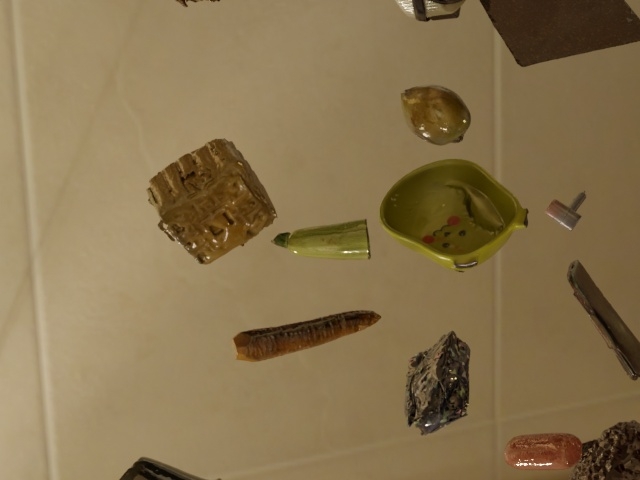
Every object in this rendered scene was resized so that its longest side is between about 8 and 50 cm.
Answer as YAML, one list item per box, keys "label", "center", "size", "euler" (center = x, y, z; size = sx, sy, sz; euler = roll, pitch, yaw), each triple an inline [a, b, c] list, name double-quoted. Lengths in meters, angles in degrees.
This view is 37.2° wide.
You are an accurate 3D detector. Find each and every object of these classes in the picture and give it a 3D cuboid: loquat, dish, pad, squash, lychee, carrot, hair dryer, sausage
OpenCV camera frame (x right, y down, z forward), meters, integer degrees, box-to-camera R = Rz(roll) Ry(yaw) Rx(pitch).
- label: "loquat"
  center: [0.284, -0.318, 2.379]
  size: [0.195, 0.152, 0.152]
  euler: [41, -165, 3]
- label: "dish"
  center: [0.246, -0.026, 1.747]
  size: [0.221, 0.108, 0.262]
  euler: [-37, -132, -17]
- label: "pad"
  center: [0.380, -0.397, 1.578]
  size: [0.219, 0.004, 0.330]
  euler: [-12, -137, -1]
- label: "squash"
  center: [0.000, 0.000, 2.109]
  size: [0.224, 0.094, 0.094]
  euler: [-2, -170, 5]
- label: "lychee"
  center: [0.774, 0.603, 2.370]
  size: [0.330, 0.306, 0.306]
  euler: [35, -159, 14]
- label: "carrot"
  center: [-0.024, 0.187, 1.917]
  size: [0.314, 0.066, 0.066]
  euler: [-11, -168, -17]
- label: "hair dryer"
  center: [0.493, -0.071, 1.872]
  size: [0.063, 0.037, 0.114]
  euler: [37, -129, 14]
- label: "sausage"
  center: [0.377, 0.361, 1.625]
  size: [0.062, 0.062, 0.154]
  euler: [-8, 172, -33]

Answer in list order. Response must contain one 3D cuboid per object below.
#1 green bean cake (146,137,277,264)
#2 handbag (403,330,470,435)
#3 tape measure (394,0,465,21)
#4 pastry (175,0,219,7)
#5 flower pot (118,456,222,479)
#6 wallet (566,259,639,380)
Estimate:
- label: "green bean cake"
  center: [-0.230, -0.077, 2.032]
  size: [0.224, 0.230, 0.131]
  euler: [-34, -135, 2]
- label: "handbag"
  center: [0.268, 0.332, 2.198]
  size: [0.162, 0.113, 0.260]
  euler: [-37, -157, 30]
- label: "tape measure"
  center: [0.224, -0.523, 1.826]
  size: [0.132, 0.232, 0.271]
  euler: [3, 150, 34]
- label: "pastry"
  center: [-0.191, -0.542, 1.804]
  size: [0.274, 0.275, 0.193]
  euler: [4, 159, 32]
- label: "flower pot"
  center: [-0.294, 0.471, 1.642]
  size: [0.148, 0.235, 0.235]
  euler: [35, -163, 7]
- label: "wallet"
  center: [0.580, 0.160, 1.931]
  size: [0.031, 0.255, 0.137]
  euler: [-36, 180, 30]
